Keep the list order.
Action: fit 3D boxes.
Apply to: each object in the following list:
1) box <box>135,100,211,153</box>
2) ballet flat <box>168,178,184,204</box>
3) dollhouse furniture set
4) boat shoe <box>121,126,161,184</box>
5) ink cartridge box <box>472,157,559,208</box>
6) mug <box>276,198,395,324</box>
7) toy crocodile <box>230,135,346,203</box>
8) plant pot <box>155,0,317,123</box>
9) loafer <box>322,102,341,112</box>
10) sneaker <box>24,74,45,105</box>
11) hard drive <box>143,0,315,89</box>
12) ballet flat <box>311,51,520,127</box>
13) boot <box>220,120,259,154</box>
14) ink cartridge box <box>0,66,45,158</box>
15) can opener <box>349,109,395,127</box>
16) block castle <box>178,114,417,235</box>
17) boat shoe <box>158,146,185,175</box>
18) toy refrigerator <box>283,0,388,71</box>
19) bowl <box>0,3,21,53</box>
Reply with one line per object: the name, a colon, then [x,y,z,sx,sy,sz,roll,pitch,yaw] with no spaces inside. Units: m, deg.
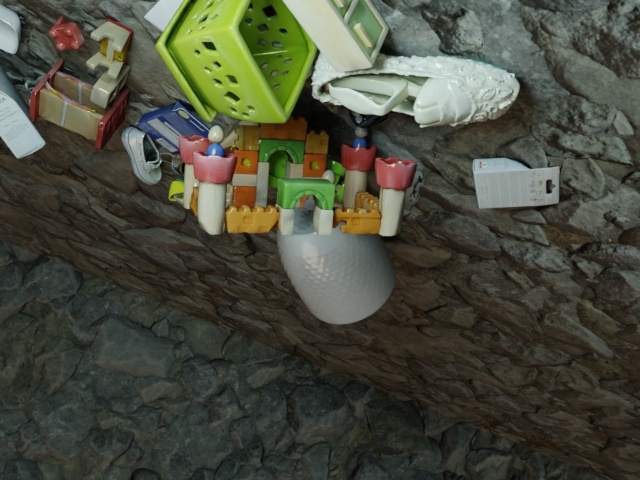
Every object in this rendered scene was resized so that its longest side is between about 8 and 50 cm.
box: [-0.373,-0.298,2.037,0.225,0.036,0.136,-5,144,46]
ballet flat: [-0.358,-0.127,2.326,0.231,0.077,0.077,13,153,21]
dollhouse furniture set: [-0.572,-0.416,1.886,0.201,0.152,0.374,26,139,-5]
boat shoe: [-0.498,-0.232,2.223,0.076,0.083,0.226,14,154,21]
ink cartridge box: [0.433,-0.130,1.706,0.179,0.045,0.145,-5,148,14]
mug: [0.000,0.000,2.100,0.374,0.276,0.328,43,168,43]
toy crocodile: [-0.052,-0.167,1.836,0.341,0.115,0.105,22,-172,-19]
plant pot: [-0.162,-0.363,1.443,0.207,0.228,0.227,-2,140,29]
loafer: [0.010,-0.315,1.667,0.045,0.039,0.125,10,153,25]
sneaker: [-0.713,-0.380,2.109,0.229,0.086,0.132,19,153,11]
hard drive: [-0.192,-0.420,1.625,0.319,0.040,0.210,35,153,-25]
ballet flat: [0.166,-0.278,1.481,0.409,0.147,0.147,14,154,21]
boot: [-0.146,-0.217,1.936,0.207,0.090,0.248,34,148,-20]
ink cartridge box: [-0.870,-0.432,1.992,0.308,0.091,0.385,47,164,51]
can opener: [0.131,-0.284,1.626,0.186,0.073,0.059,-18,95,51]
block castle: [-0.058,-0.145,1.618,0.454,0.212,0.303,0,-165,-18]
boat shoe: [-0.385,-0.222,2.168,0.183,0.066,0.066,10,153,26]
toy refrigerator: [0.013,-0.429,1.357,0.094,0.102,0.269,2,148,39]
bowl: [-0.797,-0.537,1.895,0.142,0.053,0.142,29,155,-12]
